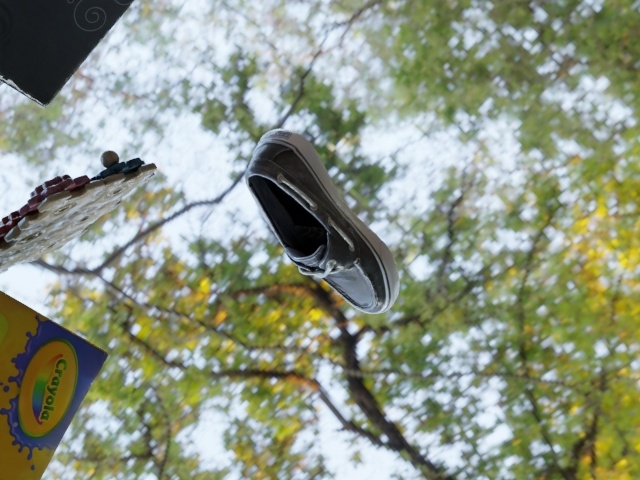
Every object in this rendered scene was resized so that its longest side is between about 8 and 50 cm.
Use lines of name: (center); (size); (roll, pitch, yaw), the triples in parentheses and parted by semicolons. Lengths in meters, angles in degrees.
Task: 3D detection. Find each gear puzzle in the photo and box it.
gear puzzle: (-0.337, -0.015, 1.514); (0.175, 0.339, 0.044); (-24, -96, -46)

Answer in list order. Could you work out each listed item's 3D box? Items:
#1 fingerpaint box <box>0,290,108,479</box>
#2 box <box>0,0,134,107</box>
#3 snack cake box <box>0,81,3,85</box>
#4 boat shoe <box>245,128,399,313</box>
fingerpaint box: (-0.498, 0.223, 1.351); (0.371, 0.163, 0.444); (35, -107, -33)
box: (-0.269, -0.299, 1.293); (0.165, 0.270, 0.143); (32, -162, -34)
snack cake box: (-0.452, -0.295, 1.452); (0.089, 0.152, 0.264); (-70, -30, -66)
boat shoe: (0.000, 0.000, 1.658); (0.301, 0.108, 0.102); (58, -141, -30)
